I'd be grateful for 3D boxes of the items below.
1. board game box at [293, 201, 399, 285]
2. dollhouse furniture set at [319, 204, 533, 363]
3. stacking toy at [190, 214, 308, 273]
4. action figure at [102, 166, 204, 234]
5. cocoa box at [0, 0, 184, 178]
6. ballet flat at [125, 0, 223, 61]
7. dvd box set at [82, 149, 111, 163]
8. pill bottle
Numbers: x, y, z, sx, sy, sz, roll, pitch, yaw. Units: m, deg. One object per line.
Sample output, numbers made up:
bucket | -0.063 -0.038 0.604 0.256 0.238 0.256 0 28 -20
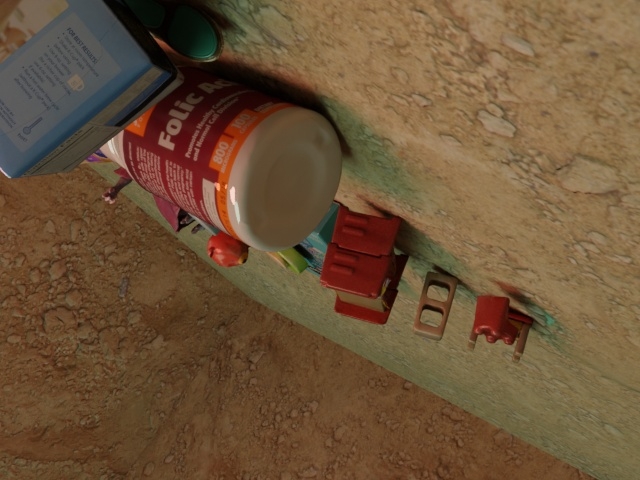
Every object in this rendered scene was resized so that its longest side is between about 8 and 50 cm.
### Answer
board game box | 0.000 0.000 1.608 0.254 0.079 0.336 26 165 39
dollhouse furniture set | 0.201 0.081 1.327 0.374 0.152 0.201 14 162 13
stacking toy | -0.187 -0.003 1.618 0.279 0.130 0.309 36 171 33
action figure | -0.389 -0.201 1.794 0.370 0.276 0.248 52 140 8
cocoa box | -0.383 -0.281 0.936 0.347 0.231 0.228 51 -176 -7
ballet flat | -0.203 -0.310 1.062 0.206 0.073 0.067 33 -165 23
dvd box set | -0.454 -0.248 1.466 0.421 0.062 0.308 0 161 30
pill bottle | -0.178 -0.151 1.181 0.392 0.224 0.224 26 165 35
